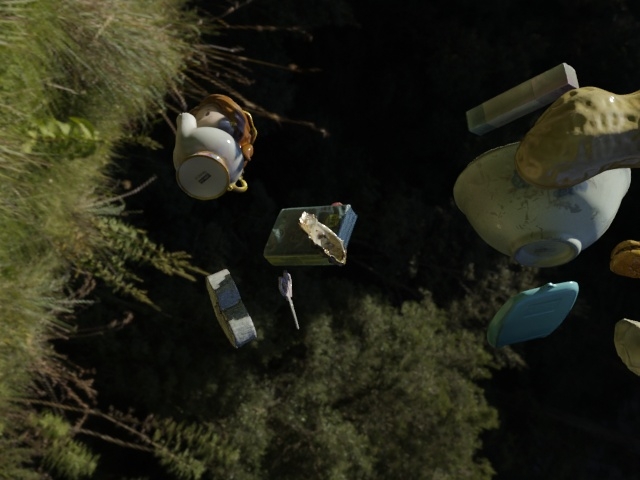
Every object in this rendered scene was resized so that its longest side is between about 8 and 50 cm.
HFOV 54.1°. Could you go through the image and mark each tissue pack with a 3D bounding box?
[{"bbox_3d":[-0.030,-0.012,1.915,0.081,0.257,0.185,52,48,-41],"label":"tissue pack"}]

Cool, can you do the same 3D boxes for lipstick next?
[{"bbox_3d":[0.564,-0.395,1.776,0.066,0.317,0.068,10,67,-41],"label":"lipstick"}]

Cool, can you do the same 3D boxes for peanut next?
[{"bbox_3d":[0.388,-0.149,0.829,0.111,0.275,0.125,80,-5,-79],"label":"peanut"}]

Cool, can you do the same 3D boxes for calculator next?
[{"bbox_3d":[0.662,0.234,1.963,0.386,0.256,0.054,88,-11,-55],"label":"calculator"}]

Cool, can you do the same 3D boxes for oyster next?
[{"bbox_3d":[0.006,0.005,1.523,0.056,0.105,0.177,-40,133,19],"label":"oyster"}]

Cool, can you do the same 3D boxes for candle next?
[{"bbox_3d":[-0.224,0.175,1.550,0.068,0.192,0.168,-21,169,-17],"label":"candle"}]

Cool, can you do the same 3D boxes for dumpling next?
[{"bbox_3d":[0.957,0.334,1.836,0.126,0.216,0.166,-34,143,-51],"label":"dumpling"}]

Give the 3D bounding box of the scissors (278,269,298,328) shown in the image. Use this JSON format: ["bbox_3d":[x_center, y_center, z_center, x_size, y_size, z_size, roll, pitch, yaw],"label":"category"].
[{"bbox_3d":[-0.093,0.187,1.921,0.100,0.015,0.189,-56,135,-67],"label":"scissors"}]

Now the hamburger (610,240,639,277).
[{"bbox_3d":[1.010,0.062,2.008,0.147,0.138,0.083,87,14,-60],"label":"hamburger"}]

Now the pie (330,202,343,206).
[{"bbox_3d":[0.057,-0.039,2.115,0.182,0.050,0.182,-4,90,-78],"label":"pie"}]

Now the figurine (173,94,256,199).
[{"bbox_3d":[-0.212,-0.193,1.266,0.189,0.142,0.263,49,26,-28],"label":"figurine"}]

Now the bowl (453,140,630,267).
[{"bbox_3d":[0.402,-0.038,1.139,0.313,0.313,0.146,70,23,-58],"label":"bowl"}]
